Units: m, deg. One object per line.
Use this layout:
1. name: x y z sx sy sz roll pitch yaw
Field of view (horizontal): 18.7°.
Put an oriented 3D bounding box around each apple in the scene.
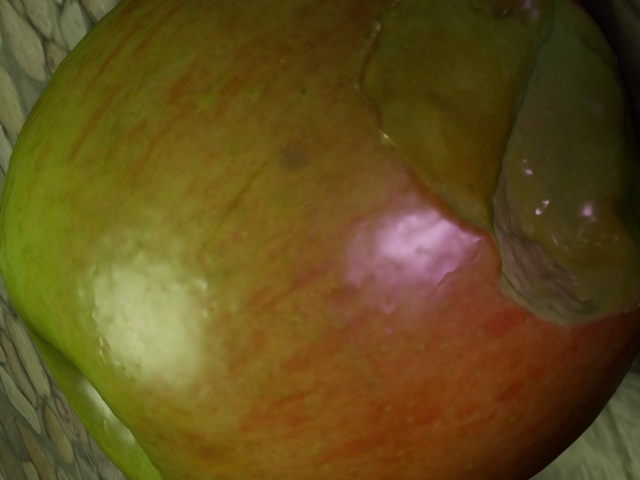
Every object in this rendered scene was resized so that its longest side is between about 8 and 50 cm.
1. apple: 0.000 0.000 1.022 0.339 0.339 0.339 49 153 35
